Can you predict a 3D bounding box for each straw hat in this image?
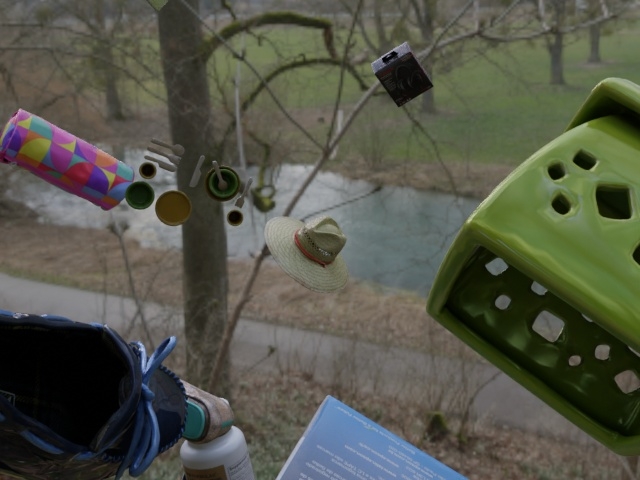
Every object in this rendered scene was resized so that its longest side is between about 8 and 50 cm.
[{"bbox_3d":[0.000,0.000,0.998,0.144,0.061,0.144,31,32,-22],"label":"straw hat"}]

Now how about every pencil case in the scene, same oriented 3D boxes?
[{"bbox_3d":[-0.443,-0.132,1.279,0.236,0.104,0.104,26,-3,-36],"label":"pencil case"}]

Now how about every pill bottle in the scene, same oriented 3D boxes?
[{"bbox_3d":[-0.207,0.438,1.472,0.131,0.229,0.131,-11,13,3],"label":"pill bottle"}]

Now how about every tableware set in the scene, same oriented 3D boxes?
[{"bbox_3d":[-0.170,-0.063,0.972,0.154,0.104,0.024,22,2,-17],"label":"tableware set"}]

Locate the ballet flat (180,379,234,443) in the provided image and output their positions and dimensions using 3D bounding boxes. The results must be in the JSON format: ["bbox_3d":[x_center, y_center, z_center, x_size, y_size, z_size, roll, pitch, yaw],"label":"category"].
[{"bbox_3d":[-0.282,0.289,1.353,0.316,0.107,0.106,19,8,35],"label":"ballet flat"}]

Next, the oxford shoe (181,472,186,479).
[{"bbox_3d":[-0.297,0.652,1.595,0.140,0.146,0.397,-17,44,34],"label":"oxford shoe"}]

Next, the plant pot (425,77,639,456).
[{"bbox_3d":[0.245,0.019,0.612,0.227,0.207,0.228,36,-18,12],"label":"plant pot"}]

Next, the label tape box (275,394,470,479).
[{"bbox_3d":[0.041,0.329,0.694,0.249,0.115,0.347,30,27,7],"label":"label tape box"}]

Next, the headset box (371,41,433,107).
[{"bbox_3d":[0.119,-0.246,1.091,0.062,0.083,0.032,-29,44,17],"label":"headset box"}]

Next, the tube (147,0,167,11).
[{"bbox_3d":[-0.147,-0.256,0.423,0.070,0.240,0.062,-27,32,29],"label":"tube"}]

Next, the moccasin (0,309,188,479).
[{"bbox_3d":[-0.184,0.127,0.558,0.117,0.137,0.342,-14,-17,18],"label":"moccasin"}]
